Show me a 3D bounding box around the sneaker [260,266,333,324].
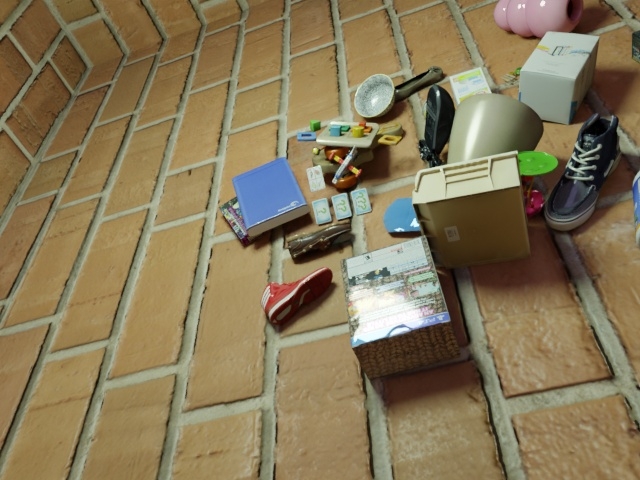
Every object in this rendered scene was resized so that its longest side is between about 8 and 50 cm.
[{"bbox_3d":[-0.080,0.128,1.670,0.221,0.087,0.128,-36,43,-13],"label":"sneaker"}]

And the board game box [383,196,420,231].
[{"bbox_3d":[0.269,-0.069,1.740,0.168,0.033,0.133,-3,50,31],"label":"board game box"}]

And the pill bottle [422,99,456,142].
[{"bbox_3d":[0.411,-0.404,1.964,0.103,0.103,0.184,-20,41,7],"label":"pill bottle"}]

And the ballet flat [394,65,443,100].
[{"bbox_3d":[0.348,-0.597,2.234,0.250,0.058,0.084,-23,40,3],"label":"ballet flat"}]

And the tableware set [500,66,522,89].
[{"bbox_3d":[0.710,-0.557,2.037,0.104,0.024,0.154,-31,39,-11],"label":"tableware set"}]

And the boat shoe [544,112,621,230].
[{"bbox_3d":[0.688,-0.191,1.554,0.127,0.158,0.340,16,56,38],"label":"boat shoe"}]

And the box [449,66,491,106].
[{"bbox_3d":[0.515,-0.478,1.987,0.114,0.103,0.203,-14,42,14],"label":"box"}]

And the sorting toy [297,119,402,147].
[{"bbox_3d":[0.095,-0.361,1.930,0.347,0.047,0.196,5,30,12],"label":"sorting toy"}]

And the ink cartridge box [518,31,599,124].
[{"bbox_3d":[0.744,-0.513,1.841,0.168,0.171,0.233,20,57,30],"label":"ink cartridge box"}]

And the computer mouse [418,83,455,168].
[{"bbox_3d":[0.369,-0.355,1.828,0.072,0.272,0.188,-5,39,-5],"label":"computer mouse"}]

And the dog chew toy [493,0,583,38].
[{"bbox_3d":[0.788,-0.849,2.175,0.206,0.207,0.332,-43,36,-19],"label":"dog chew toy"}]

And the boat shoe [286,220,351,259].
[{"bbox_3d":[0.000,0.000,1.784,0.207,0.073,0.073,-19,78,13],"label":"boat shoe"}]

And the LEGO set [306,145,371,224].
[{"bbox_3d":[0.045,-0.189,1.849,0.182,0.060,0.244,-13,86,14],"label":"LEGO set"}]

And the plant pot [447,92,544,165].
[{"bbox_3d":[0.466,-0.228,1.670,0.256,0.256,0.274,11,67,35],"label":"plant pot"}]

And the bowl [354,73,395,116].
[{"bbox_3d":[0.217,-0.523,2.187,0.170,0.080,0.170,-12,69,34],"label":"bowl"}]

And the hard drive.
[{"bbox_3d":[-0.176,-0.157,1.987,0.210,0.040,0.319,-23,40,-1],"label":"hard drive"}]

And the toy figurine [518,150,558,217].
[{"bbox_3d":[0.539,-0.131,1.562,0.173,0.159,0.130,-22,35,-18],"label":"toy figurine"}]

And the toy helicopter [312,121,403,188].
[{"bbox_3d":[0.127,-0.326,2.040,0.355,0.140,0.235,-28,30,-19],"label":"toy helicopter"}]

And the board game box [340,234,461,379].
[{"bbox_3d":[0.190,0.160,1.453,0.232,0.141,0.291,-17,41,11],"label":"board game box"}]

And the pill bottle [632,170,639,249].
[{"bbox_3d":[0.824,-0.096,1.390,0.152,0.152,0.272,-1,46,26],"label":"pill bottle"}]

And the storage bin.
[{"bbox_3d":[0.388,-0.065,1.498,0.260,0.262,0.123,-9,46,19],"label":"storage bin"}]

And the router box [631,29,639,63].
[{"bbox_3d":[1.034,-0.598,1.857,0.038,0.092,0.122,-21,41,5],"label":"router box"}]

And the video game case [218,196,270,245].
[{"bbox_3d":[-0.218,-0.104,2.016,0.210,0.042,0.232,-32,41,-9],"label":"video game case"}]
